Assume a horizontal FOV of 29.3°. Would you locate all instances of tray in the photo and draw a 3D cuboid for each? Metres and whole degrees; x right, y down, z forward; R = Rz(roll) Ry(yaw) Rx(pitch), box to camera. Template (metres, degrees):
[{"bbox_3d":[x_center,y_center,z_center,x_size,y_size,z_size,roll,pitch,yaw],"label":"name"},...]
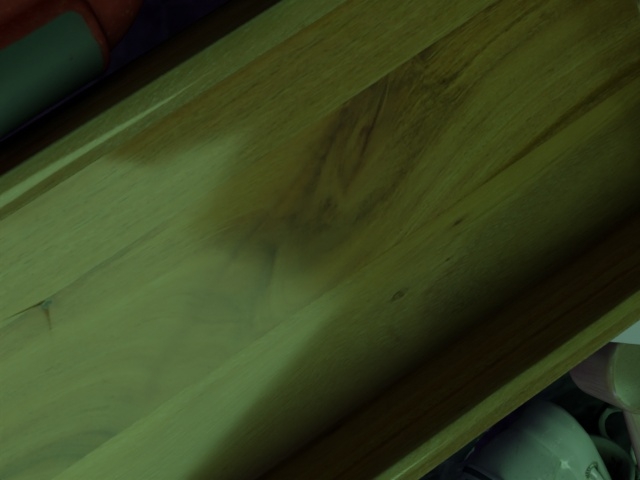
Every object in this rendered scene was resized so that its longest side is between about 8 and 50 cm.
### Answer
[{"bbox_3d":[0.000,0.000,0.511,0.411,0.076,0.203,-34,112,-10],"label":"tray"}]

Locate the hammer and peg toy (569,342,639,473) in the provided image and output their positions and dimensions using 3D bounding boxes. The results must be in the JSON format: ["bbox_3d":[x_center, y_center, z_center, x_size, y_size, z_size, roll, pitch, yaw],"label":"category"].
[{"bbox_3d":[0.330,0.114,0.868,0.361,0.127,0.266,-9,104,-18],"label":"hammer and peg toy"}]

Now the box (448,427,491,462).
[{"bbox_3d":[0.062,0.054,0.823,0.158,0.093,0.156,16,121,-29],"label":"box"}]

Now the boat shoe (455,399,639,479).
[{"bbox_3d":[0.218,0.209,0.977,0.156,0.136,0.367,-52,141,-7],"label":"boat shoe"}]

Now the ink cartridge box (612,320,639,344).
[{"bbox_3d":[0.126,-0.060,0.700,0.232,0.171,0.168,6,125,-22],"label":"ink cartridge box"}]

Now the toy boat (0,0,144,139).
[{"bbox_3d":[-0.124,-0.129,0.397,0.151,0.151,0.231,-38,131,-22],"label":"toy boat"}]
